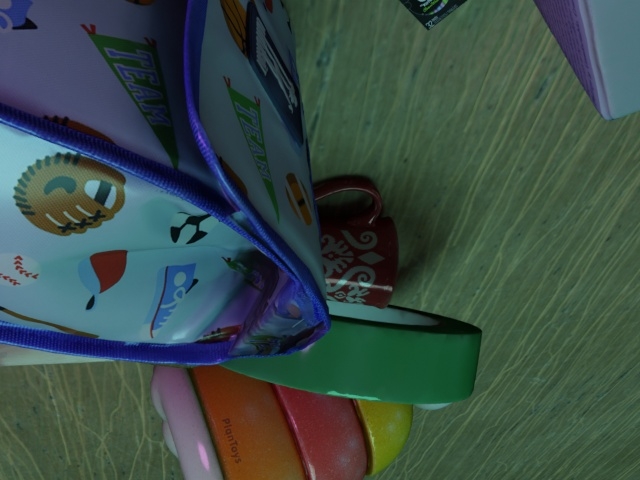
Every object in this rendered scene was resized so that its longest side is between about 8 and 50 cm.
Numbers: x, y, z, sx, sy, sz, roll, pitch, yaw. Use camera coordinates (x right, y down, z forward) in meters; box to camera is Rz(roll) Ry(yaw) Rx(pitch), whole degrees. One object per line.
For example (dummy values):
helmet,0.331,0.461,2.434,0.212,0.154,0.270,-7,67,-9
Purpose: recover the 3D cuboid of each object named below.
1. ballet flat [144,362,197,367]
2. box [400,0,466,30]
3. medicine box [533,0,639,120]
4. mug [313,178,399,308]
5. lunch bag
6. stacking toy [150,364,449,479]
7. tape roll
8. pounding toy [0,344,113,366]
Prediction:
ballet flat,-0.249,0.049,0.645,0.342,0.116,0.124,22,152,-40
box,0.085,-0.231,0.584,0.062,0.052,0.083,-34,135,26
medicine box,0.228,-0.253,0.394,0.264,0.289,0.149,-21,138,15
mug,-0.002,0.002,0.843,0.169,0.150,0.113,4,178,-10
lunch bag,-0.165,-0.110,0.470,0.385,0.327,0.239,21,134,-31
stacking toy,0.018,0.265,1.043,0.480,0.350,0.350,-16,144,-16
tape roll,0.025,0.115,0.835,0.321,0.077,0.321,9,180,0
pounding toy,-0.345,0.079,0.848,0.206,0.181,0.094,-1,99,-11
